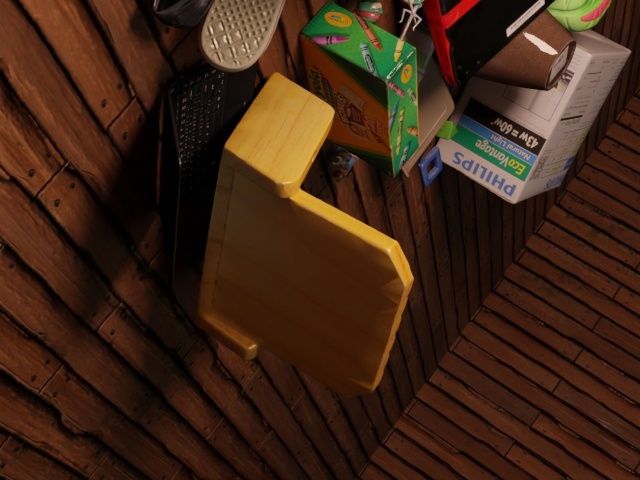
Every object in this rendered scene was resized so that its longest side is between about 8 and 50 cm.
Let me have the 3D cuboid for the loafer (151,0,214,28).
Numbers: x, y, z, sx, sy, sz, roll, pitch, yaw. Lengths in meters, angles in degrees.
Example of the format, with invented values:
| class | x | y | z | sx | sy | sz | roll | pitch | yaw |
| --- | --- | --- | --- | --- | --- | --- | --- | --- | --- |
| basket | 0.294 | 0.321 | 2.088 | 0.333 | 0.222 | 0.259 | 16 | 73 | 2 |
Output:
| class | x | y | z | sx | sy | sz | roll | pitch | yaw |
| --- | --- | --- | --- | --- | --- | --- | --- | --- | --- |
| loafer | -0.127 | -0.351 | 1.324 | 0.223 | 0.076 | 0.078 | -58 | 167 | 12 |

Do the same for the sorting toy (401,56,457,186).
| class | x | y | z | sx | sy | sz | roll | pitch | yaw |
| --- | --- | --- | --- | --- | --- | --- | --- | --- | --- |
| sorting toy | 0.176 | -0.246 | 2.166 | 0.196 | 0.047 | 0.348 | -57 | 146 | -14 |

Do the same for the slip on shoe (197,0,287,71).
| class | x | y | z | sx | sy | sz | roll | pitch | yaw |
| --- | --- | --- | --- | --- | --- | --- | --- | --- | --- |
| slip on shoe | -0.061 | -0.368 | 1.431 | 0.331 | 0.123 | 0.101 | -64 | -169 | 3 |

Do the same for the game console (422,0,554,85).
| class | x | y | z | sx | sy | sz | roll | pitch | yaw |
| --- | --- | --- | --- | --- | --- | --- | --- | --- | --- |
| game console | 0.315 | -0.497 | 1.925 | 0.386 | 0.060 | 0.342 | -42 | 142 | -17 |

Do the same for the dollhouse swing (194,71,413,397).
| class | x | y | z | sx | sy | sz | roll | pitch | yaw |
| --- | --- | --- | --- | --- | --- | --- | --- | --- | --- |
| dollhouse swing | 0.000 | 0.000 | 1.667 | 0.315 | 0.305 | 0.347 | -64 | 170 | -50 |

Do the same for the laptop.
| class | x | y | z | sx | sy | sz | roll | pitch | yaw |
| --- | --- | --- | --- | --- | --- | --- | --- | --- | --- |
| laptop | -0.146 | -0.107 | 1.543 | 0.264 | 0.136 | 0.234 | -34 | 150 | -36 |

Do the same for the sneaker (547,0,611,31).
| class | x | y | z | sx | sy | sz | roll | pitch | yaw |
| --- | --- | --- | --- | --- | --- | --- | --- | --- | --- |
| sneaker | 0.542 | -0.593 | 2.321 | 0.483 | 0.202 | 0.185 | -44 | 140 | -44 |

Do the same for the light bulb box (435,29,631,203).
| class | x | y | z | sx | sy | sz | roll | pitch | yaw |
| --- | --- | --- | --- | --- | --- | --- | --- | --- | --- |
| light bulb box | 0.477 | -0.308 | 2.519 | 0.358 | 0.225 | 0.361 | -18 | 137 | -60 |

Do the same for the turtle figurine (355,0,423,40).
| class | x | y | z | sx | sy | sz | roll | pitch | yaw |
| --- | --- | --- | --- | --- | --- | --- | --- | --- | --- |
| turtle figurine | 0.105 | -0.411 | 1.700 | 0.175 | 0.118 | 0.234 | -42 | 144 | -78 |

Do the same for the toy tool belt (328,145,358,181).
| class | x | y | z | sx | sy | sz | roll | pitch | yaw |
| --- | --- | --- | --- | --- | --- | --- | --- | --- | --- |
| toy tool belt | 0.037 | -0.153 | 2.027 | 0.051 | 0.052 | 0.083 | 39 | 79 | -38 |

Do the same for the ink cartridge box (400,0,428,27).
| class | x | y | z | sx | sy | sz | roll | pitch | yaw |
| --- | --- | --- | --- | --- | --- | --- | --- | --- | --- |
| ink cartridge box | 0.259 | -0.520 | 1.970 | 0.311 | 0.065 | 0.186 | -57 | 159 | 4 |

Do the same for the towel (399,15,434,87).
| class | x | y | z | sx | sy | sz | roll | pitch | yaw |
| --- | --- | --- | --- | --- | --- | --- | --- | --- | --- |
| towel | 0.154 | -0.319 | 2.029 | 0.113 | 0.023 | 0.152 | 16 | 98 | -55 |

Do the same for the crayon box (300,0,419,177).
| class | x | y | z | sx | sy | sz | roll | pitch | yaw |
| --- | --- | --- | --- | --- | --- | --- | --- | --- | --- |
| crayon box | 0.068 | -0.236 | 1.798 | 0.081 | 0.165 | 0.278 | -50 | 158 | -19 |

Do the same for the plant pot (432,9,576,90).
| class | x | y | z | sx | sy | sz | roll | pitch | yaw |
| --- | --- | --- | --- | --- | --- | --- | --- | --- | --- |
| plant pot | 0.359 | -0.384 | 2.140 | 0.215 | 0.230 | 0.215 | -46 | 156 | -27 |
